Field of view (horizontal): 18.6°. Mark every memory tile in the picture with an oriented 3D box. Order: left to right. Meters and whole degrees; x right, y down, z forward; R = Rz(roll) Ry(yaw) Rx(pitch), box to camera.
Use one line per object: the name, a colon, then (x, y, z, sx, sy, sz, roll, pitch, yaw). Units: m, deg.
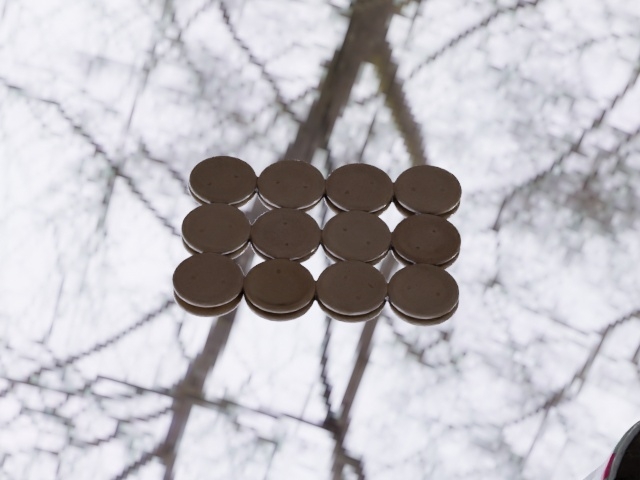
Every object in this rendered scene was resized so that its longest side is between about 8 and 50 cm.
memory tile: (0.000, 0.000, 1.017, 0.148, 0.012, 0.113, 3, -135, 0)

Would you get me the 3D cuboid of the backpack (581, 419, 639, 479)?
backpack: (0.223, 0.229, 1.094, 0.253, 0.191, 0.225, 36, -138, -14)
